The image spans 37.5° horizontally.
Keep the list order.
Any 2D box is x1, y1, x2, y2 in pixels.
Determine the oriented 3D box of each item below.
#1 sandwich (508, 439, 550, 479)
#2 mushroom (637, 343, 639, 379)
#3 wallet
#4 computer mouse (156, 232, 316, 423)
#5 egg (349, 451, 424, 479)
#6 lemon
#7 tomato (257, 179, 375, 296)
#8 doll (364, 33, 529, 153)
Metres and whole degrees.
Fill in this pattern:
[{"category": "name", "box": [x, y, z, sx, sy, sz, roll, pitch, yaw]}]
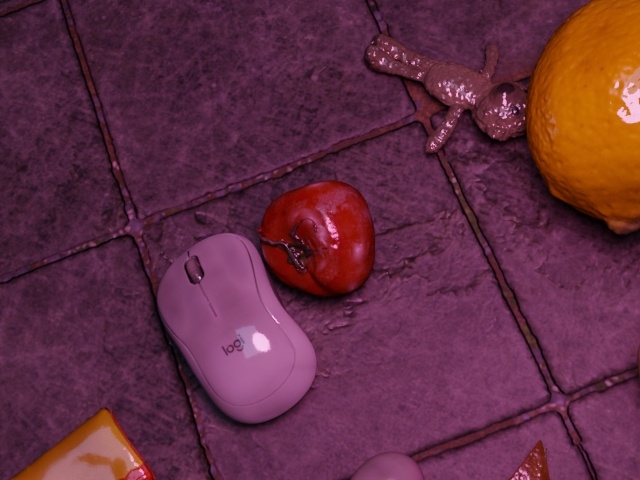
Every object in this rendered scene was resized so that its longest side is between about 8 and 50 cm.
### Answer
[{"category": "sandwich", "box": [0.266, 0.390, 1.238, 0.088, 0.090, 0.244, -2, 69, 4]}, {"category": "mushroom", "box": [0.546, 0.144, 1.250, 0.246, 0.202, 0.246, 3, 113, 8]}, {"category": "wallet", "box": [-0.367, 0.364, 1.345, 0.241, 0.067, 0.141, -38, 71, -8]}, {"category": "computer mouse", "box": [-0.133, 0.123, 1.371, 0.184, 0.121, 0.297, -33, 71, 9]}, {"category": "egg", "box": [0.084, 0.350, 1.270, 0.103, 0.103, 0.135, 32, 79, 18]}, {"category": "lemon", "box": [0.445, -0.188, 1.321, 0.336, 0.336, 0.336, -3, 69, 7]}, {"category": "tomato", "box": [0.000, 0.000, 1.397, 0.187, 0.151, 0.187, 8, 108, 26]}, {"category": "doll", "box": [0.216, -0.257, 1.505, 0.202, 0.091, 0.286, -24, 57, -15]}]
